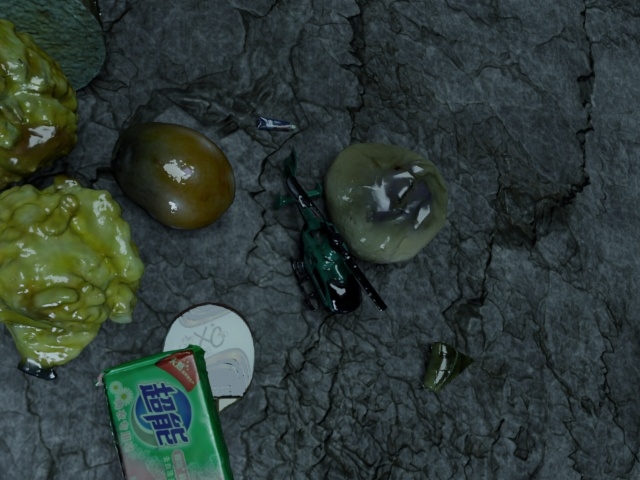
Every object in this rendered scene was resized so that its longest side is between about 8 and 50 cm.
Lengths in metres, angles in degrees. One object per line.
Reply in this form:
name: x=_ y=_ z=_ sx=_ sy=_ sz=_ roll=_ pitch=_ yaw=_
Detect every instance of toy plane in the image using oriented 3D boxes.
toy plane: x=0.000 y=0.000 z=1.146 sx=0.106 sy=0.155 sz=0.382 roll=-14 pitch=65 yaw=-23

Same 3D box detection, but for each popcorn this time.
popcorn: x=-0.403 y=0.044 z=0.919 sx=0.293 sy=0.293 sz=0.237 roll=29 pitch=49 yaw=-13
popcorn: x=-0.525 y=-0.215 z=0.897 sx=0.282 sy=0.282 sz=0.247 roll=3 pitch=43 yaw=-21

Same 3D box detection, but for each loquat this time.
loquat: x=-0.264 y=-0.120 z=1.059 sx=0.227 sy=0.179 sz=0.179 roll=38 pitch=66 yaw=-13

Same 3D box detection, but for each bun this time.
bun: x=0.143 y=-0.087 z=1.212 sx=0.272 sy=0.168 sz=0.273 roll=4 pitch=75 yaw=-16

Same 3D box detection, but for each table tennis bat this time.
table tennis bat: x=-0.205 y=0.263 z=1.066 sx=0.173 sy=0.022 sz=0.301 roll=5 pitch=74 yaw=-18

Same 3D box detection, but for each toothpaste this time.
toothpaste: x=-0.093 y=-0.244 z=1.239 sx=0.083 sy=0.019 sz=0.027 roll=3 pitch=99 yaw=-20

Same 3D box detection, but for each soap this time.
soap: x=-0.243 y=0.322 z=0.977 sx=0.217 sy=0.098 sz=0.273 roll=-14 pitch=83 yaw=-8

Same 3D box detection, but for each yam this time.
yam: x=-0.498 y=-0.472 z=1.025 sx=0.241 sy=0.241 sz=0.348 roll=-4 pitch=75 yaw=-22

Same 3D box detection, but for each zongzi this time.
zongzi: x=0.273 y=0.282 z=1.235 sx=0.119 sy=0.055 sz=0.109 roll=29 pitch=70 yaw=-24
